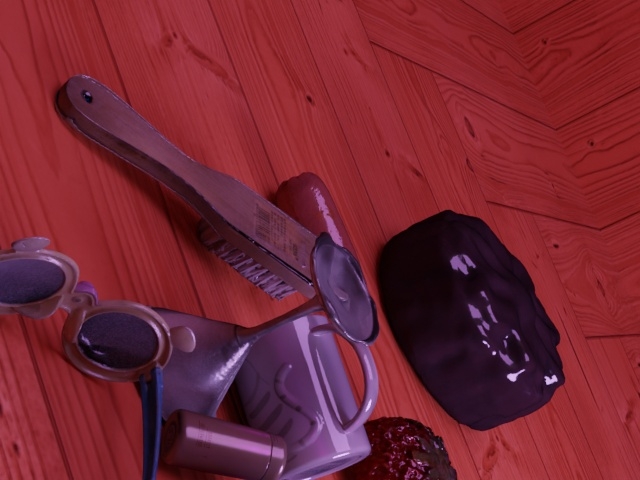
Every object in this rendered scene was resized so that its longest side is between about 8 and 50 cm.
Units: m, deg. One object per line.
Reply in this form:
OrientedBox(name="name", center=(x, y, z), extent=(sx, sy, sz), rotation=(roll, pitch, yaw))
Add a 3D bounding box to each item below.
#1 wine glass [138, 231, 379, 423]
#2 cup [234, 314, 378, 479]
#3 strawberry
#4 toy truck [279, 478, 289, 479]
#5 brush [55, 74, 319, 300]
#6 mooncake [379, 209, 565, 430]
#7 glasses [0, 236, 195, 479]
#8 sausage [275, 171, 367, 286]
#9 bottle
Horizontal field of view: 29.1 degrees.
OrientedBox(name="wine glass", center=(-0.053, 0.073, 0.997), extent=(0.122, 0.182, 0.122), rotation=(44, 31, -35))
OrientedBox(name="cup", center=(-0.016, 0.135, 1.080), extent=(0.099, 0.136, 0.133), rotation=(-12, 72, -20))
OrientedBox(name="strawberry", center=(0.088, 0.239, 1.237), extent=(0.145, 0.086, 0.145), rotation=(44, 32, -36))
OrientedBox(name="toy truck", center=(-0.008, 0.285, 0.940), extent=(0.187, 0.148, 0.210), rotation=(60, -3, 0))
OrientedBox(name="brush", center=(-0.119, -0.038, 1.149), extent=(0.327, 0.065, 0.070), rotation=(37, 39, -28))
OrientedBox(name="mooncake", center=(0.198, 0.093, 1.557), extent=(0.283, 0.141, 0.283), rotation=(48, 25, -31))
OrientedBox(name="glasses", center=(-0.191, 0.128, 0.839), extent=(0.189, 0.088, 0.221), rotation=(39, 52, -44))
OrientedBox(name="sausage", center=(0.000, 0.000, 1.334), extent=(0.062, 0.062, 0.154), rotation=(-7, 72, -65))
OrientedBox(name="bottle", center=(-0.076, 0.165, 0.978), extent=(0.096, 0.045, 0.045), rotation=(17, 44, -22))
